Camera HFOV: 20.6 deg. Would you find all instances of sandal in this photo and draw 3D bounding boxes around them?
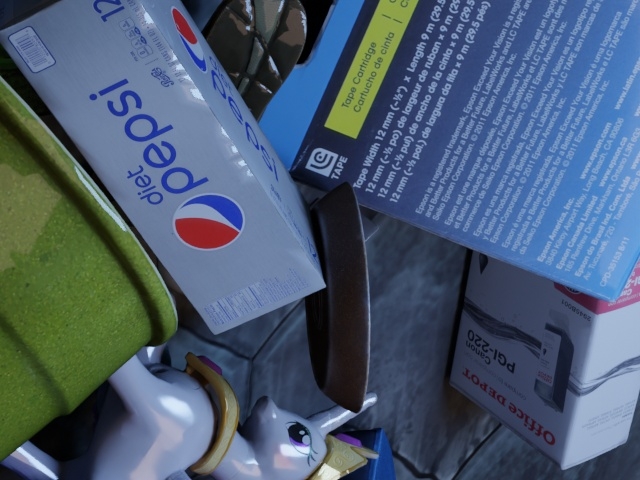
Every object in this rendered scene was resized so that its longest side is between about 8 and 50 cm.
[{"bbox_3d":[-0.088,-0.098,1.250,0.090,0.060,0.219,24,115,-24],"label":"sandal"}]

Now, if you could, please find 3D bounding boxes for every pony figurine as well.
[{"bbox_3d":[-0.148,0.193,1.288,0.363,0.303,0.351,38,82,-34],"label":"pony figurine"}]

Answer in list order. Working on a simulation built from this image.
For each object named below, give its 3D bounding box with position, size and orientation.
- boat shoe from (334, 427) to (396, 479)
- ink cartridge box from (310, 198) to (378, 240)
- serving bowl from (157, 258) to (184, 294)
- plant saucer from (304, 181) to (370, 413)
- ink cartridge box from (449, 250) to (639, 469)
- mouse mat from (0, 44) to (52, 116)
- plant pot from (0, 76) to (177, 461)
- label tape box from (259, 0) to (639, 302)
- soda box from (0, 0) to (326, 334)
[{"bbox_3d":[0.008,0.248,1.470,0.089,0.258,0.109,-8,106,13],"label":"boat shoe"},{"bbox_3d":[0.000,0.000,1.413,0.083,0.048,0.028,-44,139,-11],"label":"ink cartridge box"},{"bbox_3d":[-0.084,0.010,1.361,0.083,0.027,0.083,-24,133,-28],"label":"serving bowl"},{"bbox_3d":[0.010,0.042,1.277,0.029,0.168,0.168,-3,124,-9],"label":"plant saucer"},{"bbox_3d":[0.209,0.068,1.568,0.092,0.158,0.217,-20,130,-34],"label":"ink cartridge box"},{"bbox_3d":[-0.225,-0.138,1.143,0.190,0.007,0.152,-16,128,-35],"label":"mouse mat"},{"bbox_3d":[-0.326,0.047,0.882,0.353,0.366,0.366,-47,139,-15],"label":"plant pot"},{"bbox_3d":[0.115,-0.134,1.343,0.348,0.115,0.249,22,107,-8],"label":"label tape box"},{"bbox_3d":[-0.101,-0.074,1.161,0.091,0.098,0.286,-25,128,11],"label":"soda box"}]
